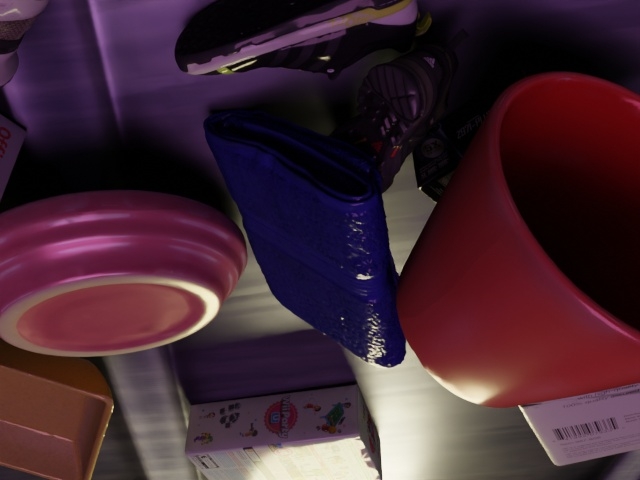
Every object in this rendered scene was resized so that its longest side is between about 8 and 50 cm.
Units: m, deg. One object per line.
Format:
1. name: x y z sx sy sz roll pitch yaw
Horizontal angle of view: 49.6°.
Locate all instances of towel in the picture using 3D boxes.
1. towel: 0.000 0.000 0.781 0.228 0.076 0.308 31 152 33

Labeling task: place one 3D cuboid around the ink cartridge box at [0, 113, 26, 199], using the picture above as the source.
1. ink cartridge box: -0.420 -0.094 0.646 0.100 0.172 0.237 -29 132 27

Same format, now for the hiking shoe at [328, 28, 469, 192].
1. hiking shoe: 0.080 -0.116 0.697 0.114 0.086 0.227 -36 174 -22

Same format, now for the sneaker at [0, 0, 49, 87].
1. sneaker: -0.379 -0.301 0.453 0.447 0.169 0.257 22 125 -35

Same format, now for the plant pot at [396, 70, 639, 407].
1. plant pot: 0.209 0.025 0.640 0.275 0.275 0.243 14 147 -17

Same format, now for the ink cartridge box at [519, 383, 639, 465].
1. ink cartridge box: 0.395 0.132 0.934 0.285 0.166 0.395 -19 137 18

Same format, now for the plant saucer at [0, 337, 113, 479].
1. plant saucer: -0.488 0.241 1.068 0.333 0.081 0.333 21 135 -9

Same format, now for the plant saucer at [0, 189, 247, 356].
1. plant saucer: -0.248 0.058 0.819 0.332 0.084 0.332 -11 155 -5

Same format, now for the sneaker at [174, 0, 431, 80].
1. sneaker: -0.016 -0.177 0.632 0.235 0.084 0.097 -13 139 12

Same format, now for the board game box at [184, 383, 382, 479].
1. board game box: -0.057 0.369 1.242 0.303 0.097 0.224 -9 139 10

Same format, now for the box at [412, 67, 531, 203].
1. box: 0.213 -0.074 0.761 0.147 0.077 0.180 -33 129 31
